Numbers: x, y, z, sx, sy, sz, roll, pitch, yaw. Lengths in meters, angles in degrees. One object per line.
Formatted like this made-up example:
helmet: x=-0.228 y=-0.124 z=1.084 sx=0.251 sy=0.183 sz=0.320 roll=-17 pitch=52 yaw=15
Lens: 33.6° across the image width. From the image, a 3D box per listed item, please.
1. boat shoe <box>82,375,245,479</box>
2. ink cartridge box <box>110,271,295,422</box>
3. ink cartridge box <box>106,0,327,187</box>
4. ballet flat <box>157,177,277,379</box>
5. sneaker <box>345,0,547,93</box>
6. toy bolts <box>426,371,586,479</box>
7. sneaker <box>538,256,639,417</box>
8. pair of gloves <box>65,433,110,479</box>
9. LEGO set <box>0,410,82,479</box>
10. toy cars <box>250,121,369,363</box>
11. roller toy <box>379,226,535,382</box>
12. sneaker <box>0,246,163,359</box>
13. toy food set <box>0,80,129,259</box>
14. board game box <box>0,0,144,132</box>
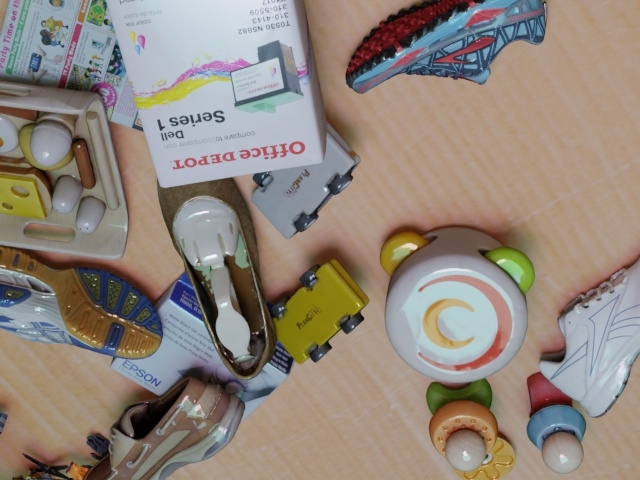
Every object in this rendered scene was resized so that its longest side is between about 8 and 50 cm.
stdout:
boat shoe: x=-0.256 y=0.291 z=1.583 sx=0.324 sy=0.123 sz=0.116 roll=-36 pitch=113 yaw=26
ink cartridge box: x=-0.160 y=0.164 z=1.579 sx=0.223 sy=0.045 sz=0.224 roll=34 pitch=116 yaw=-17
ink cartridge box: x=-0.113 y=-0.215 z=1.203 sx=0.201 sy=0.117 sz=0.278 roll=-8 pitch=121 yaw=5
ballet flat: x=-0.136 y=0.044 z=1.436 sx=0.116 sy=0.124 sz=0.342 roll=-13 pitch=111 yaw=0
sneaker: x=0.158 y=-0.230 z=1.304 sx=0.262 sy=0.104 sz=0.125 roll=-25 pitch=119 yaw=16
toy bolts: x=0.287 y=0.314 z=1.590 sx=0.228 sy=0.158 sz=0.218 roll=-12 pitch=120 yaw=8
sneaker: x=0.412 y=0.110 z=1.500 sx=0.129 sy=0.111 sz=0.297 roll=29 pitch=111 yaw=10
pair of gloves: x=-0.358 y=0.354 z=1.682 sx=0.010 sy=0.083 sz=0.074 roll=-4 pitch=138 yaw=46
LEGO set: x=-0.561 y=0.351 z=1.651 sx=0.255 sy=0.192 sz=0.331 roll=-19 pitch=134 yaw=33
toy cars: x=0.000 y=0.000 z=1.450 sx=0.176 sy=0.087 sz=0.394 roll=16 pitch=125 yaw=33
roller toy: x=0.184 y=0.085 z=1.465 sx=0.209 sy=0.146 sz=0.191 roll=2 pitch=112 yaw=7
sneaker: x=-0.369 y=0.100 z=1.520 sx=0.296 sy=0.112 sz=0.131 roll=23 pitch=148 yaw=-5
toy food set: x=-0.377 y=-0.085 z=1.351 sx=0.219 sy=0.092 sz=0.306 roll=7 pitch=144 yaw=4
board game box: x=-0.225 y=-0.257 z=1.302 sx=0.303 sy=0.097 sz=0.224 roll=19 pitch=118 yaw=-11
